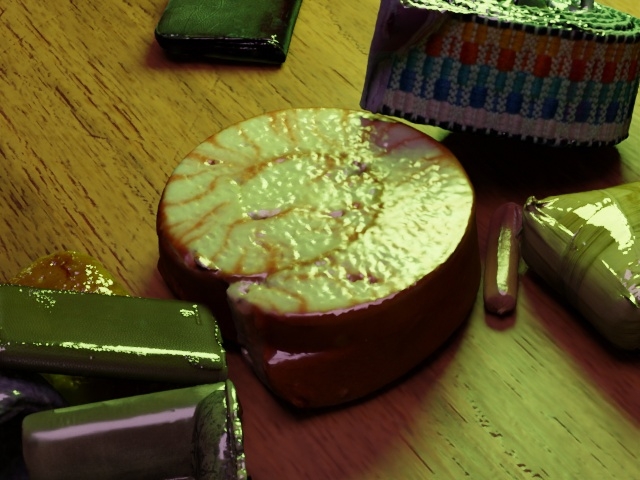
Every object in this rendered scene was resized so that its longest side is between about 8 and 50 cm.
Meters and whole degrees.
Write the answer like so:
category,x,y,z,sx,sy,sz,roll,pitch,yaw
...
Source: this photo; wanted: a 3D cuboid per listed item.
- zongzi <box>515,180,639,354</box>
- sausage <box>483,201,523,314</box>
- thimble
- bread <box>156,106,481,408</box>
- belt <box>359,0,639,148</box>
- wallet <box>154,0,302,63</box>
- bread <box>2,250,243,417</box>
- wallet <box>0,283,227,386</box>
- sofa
category,x,y,z,sx,sy,sz,roll,pitch,yaw
zongzi,0.310,0.011,1.356,0.197,0.099,0.194,-16,42,-20
sausage,0.180,0.016,1.408,0.030,0.035,0.147,-25,32,31
thimble,-0.293,0.167,1.223,0.097,0.150,0.150,32,55,33
bread,0.001,-0.003,1.392,0.295,0.114,0.327,-31,46,-24
belt,0.192,-0.202,1.486,0.295,0.161,0.207,9,20,-6
wallet,-0.097,-0.331,1.818,0.172,0.045,0.318,5,42,11
bread,-0.202,0.111,1.325,0.139,0.077,0.271,-36,52,-23
wallet,-0.184,0.083,1.241,0.198,0.031,0.110,6,28,-17
sofa,-0.146,0.231,1.107,0.200,0.182,0.258,-9,42,-1
